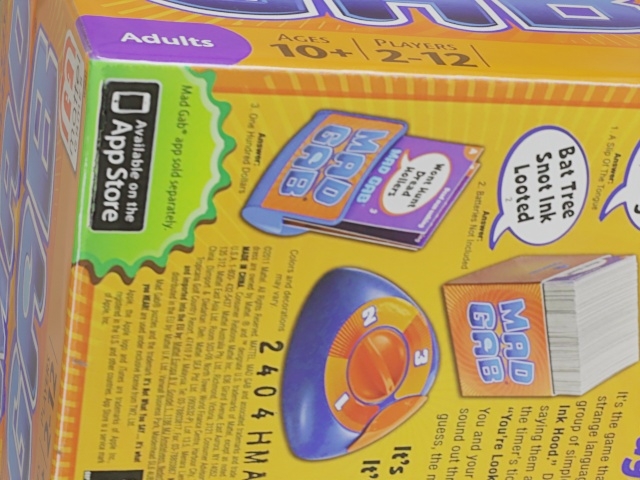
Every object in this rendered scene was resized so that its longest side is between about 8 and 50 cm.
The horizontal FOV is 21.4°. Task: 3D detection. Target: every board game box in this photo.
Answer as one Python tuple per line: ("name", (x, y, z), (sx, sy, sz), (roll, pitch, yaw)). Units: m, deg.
("board game box", (0.000, 0.000, 0.997), (0.356, 0.356, 0.356), (1, 26, -17))
